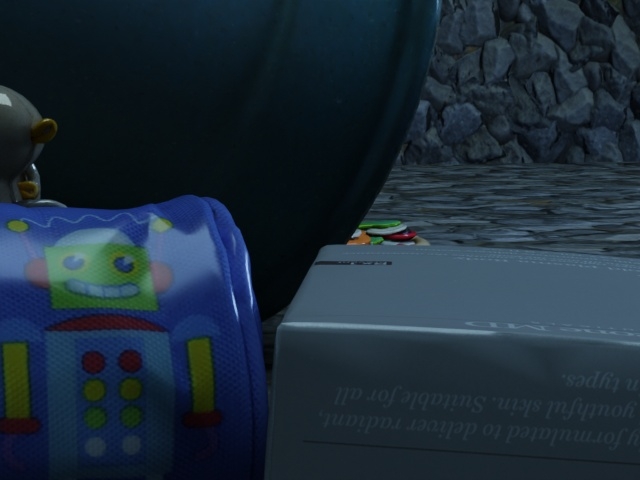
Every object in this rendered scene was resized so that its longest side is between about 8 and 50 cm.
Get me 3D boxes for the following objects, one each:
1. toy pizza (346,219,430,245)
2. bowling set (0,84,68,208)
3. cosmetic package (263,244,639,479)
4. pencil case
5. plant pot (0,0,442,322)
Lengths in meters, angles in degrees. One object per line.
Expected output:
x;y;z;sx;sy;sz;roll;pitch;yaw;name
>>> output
0.000;0.000;1.581;0.201;0.032;0.201;0;5;0;toy pizza
-0.214;0.002;0.853;0.287;0.154;0.200;2;6;17;bowling set
0.051;0.060;0.529;0.127;0.107;0.238;3;2;1;cosmetic package
-0.169;0.054;0.503;0.306;0.133;0.119;-2;50;-16;pencil case
-0.170;-0.144;1.002;0.334;0.341;0.341;17;-6;-38;plant pot
